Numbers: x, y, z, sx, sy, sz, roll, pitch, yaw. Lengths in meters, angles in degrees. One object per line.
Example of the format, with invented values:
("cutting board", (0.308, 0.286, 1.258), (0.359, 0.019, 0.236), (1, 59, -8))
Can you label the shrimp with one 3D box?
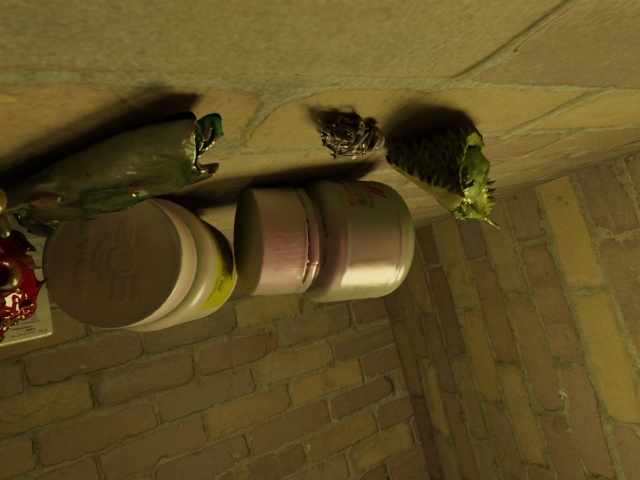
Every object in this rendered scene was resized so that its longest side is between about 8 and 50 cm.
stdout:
("shrimp", (0.036, -0.135, 0.567), (0.065, 0.056, 0.165), (0, -170, 24))

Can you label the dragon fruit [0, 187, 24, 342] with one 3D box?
("dragon fruit", (-0.389, 0.024, 0.338), (0.273, 0.198, 0.218), (-15, 164, 12))

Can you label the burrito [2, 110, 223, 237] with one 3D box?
("burrito", (-0.235, -0.069, 0.476), (0.310, 0.066, 0.096), (-16, 163, 20))

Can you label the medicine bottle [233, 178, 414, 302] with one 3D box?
("medicine bottle", (0.000, 0.000, 0.842), (0.302, 0.240, 0.241), (-1, 169, -26))

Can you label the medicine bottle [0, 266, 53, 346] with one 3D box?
("medicine bottle", (-0.709, 0.151, 0.950), (0.052, 0.171, 0.201), (-14, 176, 28))

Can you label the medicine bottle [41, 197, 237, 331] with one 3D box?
("medicine bottle", (-0.275, 0.043, 0.742), (0.214, 0.213, 0.378), (-14, 175, -2))

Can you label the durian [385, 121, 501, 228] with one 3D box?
("durian", (0.218, -0.102, 0.754), (0.158, 0.169, 0.356), (-17, 168, 28))

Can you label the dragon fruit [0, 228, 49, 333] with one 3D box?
("dragon fruit", (-0.410, 0.037, 0.494), (0.166, 0.136, 0.133), (35, 164, -29))
